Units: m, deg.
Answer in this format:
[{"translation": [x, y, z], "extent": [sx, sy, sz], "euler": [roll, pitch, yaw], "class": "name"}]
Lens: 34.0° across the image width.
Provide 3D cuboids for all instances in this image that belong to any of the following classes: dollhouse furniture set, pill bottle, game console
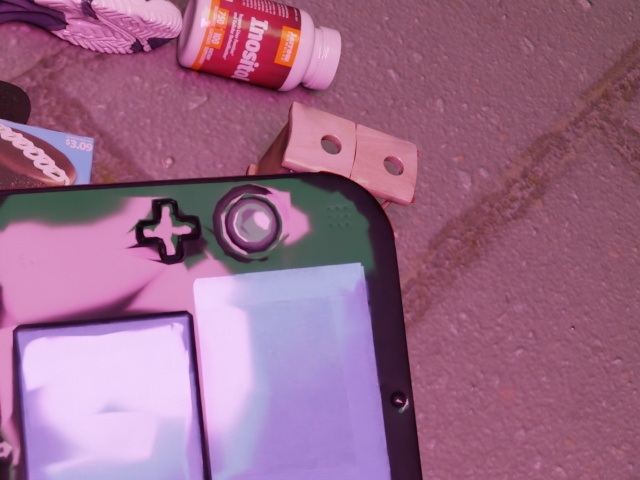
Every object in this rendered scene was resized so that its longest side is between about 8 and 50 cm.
[{"translation": [0.000, 0.000, 0.954], "extent": [0.129, 0.129, 0.184], "euler": [17, 59, -17], "class": "dollhouse furniture set"}, {"translation": [-0.061, -0.199, 1.049], "extent": [0.152, 0.086, 0.086], "euler": [11, 62, -19], "class": "pill bottle"}, {"translation": [-0.089, 0.142, 0.818], "extent": [0.342, 0.060, 0.386], "euler": [-4, 83, -22], "class": "game console"}]

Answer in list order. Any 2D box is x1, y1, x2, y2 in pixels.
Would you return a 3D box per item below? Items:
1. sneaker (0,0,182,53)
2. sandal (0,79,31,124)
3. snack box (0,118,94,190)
[{"translation": [-0.244, -0.272, 0.995], "extent": [0.235, 0.094, 0.153], "euler": [5, 72, -11], "class": "sneaker"}, {"translation": [-0.343, -0.140, 0.918], "extent": [0.179, 0.040, 0.067], "euler": [10, 62, -20], "class": "sandal"}, {"translation": [-0.355, -0.024, 0.845], "extent": [0.322, 0.060, 0.187], "euler": [10, 62, -20], "class": "snack box"}]
